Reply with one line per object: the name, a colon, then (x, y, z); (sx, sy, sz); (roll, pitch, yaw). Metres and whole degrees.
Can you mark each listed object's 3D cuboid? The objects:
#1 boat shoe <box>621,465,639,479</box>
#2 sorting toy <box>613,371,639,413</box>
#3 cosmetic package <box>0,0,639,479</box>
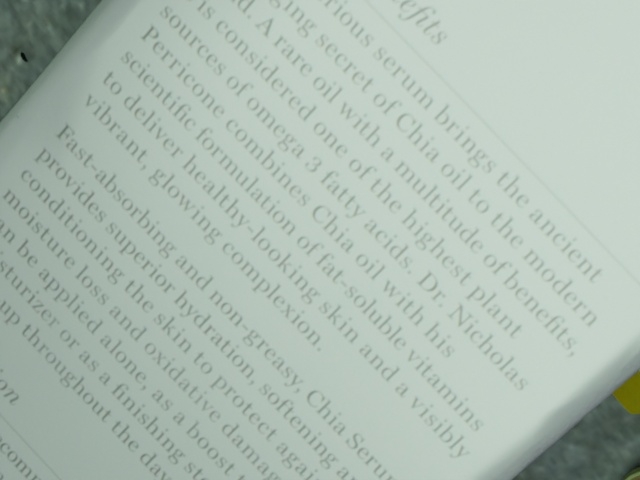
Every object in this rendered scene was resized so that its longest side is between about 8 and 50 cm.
boat shoe: (0.202, 0.151, 0.749); (0.153, 0.048, 0.056); (28, 121, 15)
sorting toy: (0.077, -0.041, 0.745); (0.307, 0.041, 0.229); (47, 120, 3)
cosmetic package: (0.000, 0.000, 0.661); (0.230, 0.161, 0.453); (47, 114, 4)
